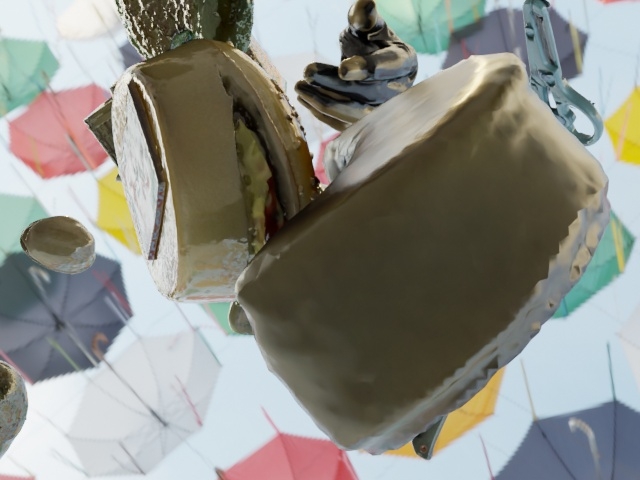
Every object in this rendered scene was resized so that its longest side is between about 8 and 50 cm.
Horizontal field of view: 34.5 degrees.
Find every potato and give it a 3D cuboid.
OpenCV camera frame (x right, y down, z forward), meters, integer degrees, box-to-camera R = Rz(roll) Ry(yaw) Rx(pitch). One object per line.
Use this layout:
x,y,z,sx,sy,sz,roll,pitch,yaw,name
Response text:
-0.586,0.306,1.709,0.262,0.165,0.165,-40,-137,18,potato

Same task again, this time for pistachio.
-0.506,0.006,1.996,0.149,0.113,0.113,9,-142,-27,pistachio

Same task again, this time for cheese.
-0.109,0.085,1.809,0.097,0.192,0.037,5,-149,-6,cheese

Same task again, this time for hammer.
0.202,0.181,1.481,0.111,0.033,0.288,26,-85,6,hammer

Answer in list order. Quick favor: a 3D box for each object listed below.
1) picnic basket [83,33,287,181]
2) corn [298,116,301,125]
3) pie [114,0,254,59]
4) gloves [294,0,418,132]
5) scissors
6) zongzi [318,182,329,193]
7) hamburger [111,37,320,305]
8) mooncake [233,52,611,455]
-0.231,-0.239,1.729,0.313,0.175,0.228,-33,-165,8,picnic basket
-0.139,-0.276,2.054,0.086,0.253,0.086,-26,-131,33,corn
-0.178,-0.338,1.242,0.067,0.302,0.302,-17,-142,-34,pie
0.059,-0.245,1.462,0.152,0.197,0.301,13,-165,20,gloves
0.408,-0.291,1.831,0.180,0.393,0.032,20,-112,29,scissors
0.000,0.000,1.535,0.319,0.383,0.362,-60,-147,17,zongzi
-0.109,-0.067,1.100,0.176,0.300,0.300,-14,-138,-20,hamburger
0.088,0.011,1.014,0.394,0.246,0.393,-45,-173,-20,mooncake
